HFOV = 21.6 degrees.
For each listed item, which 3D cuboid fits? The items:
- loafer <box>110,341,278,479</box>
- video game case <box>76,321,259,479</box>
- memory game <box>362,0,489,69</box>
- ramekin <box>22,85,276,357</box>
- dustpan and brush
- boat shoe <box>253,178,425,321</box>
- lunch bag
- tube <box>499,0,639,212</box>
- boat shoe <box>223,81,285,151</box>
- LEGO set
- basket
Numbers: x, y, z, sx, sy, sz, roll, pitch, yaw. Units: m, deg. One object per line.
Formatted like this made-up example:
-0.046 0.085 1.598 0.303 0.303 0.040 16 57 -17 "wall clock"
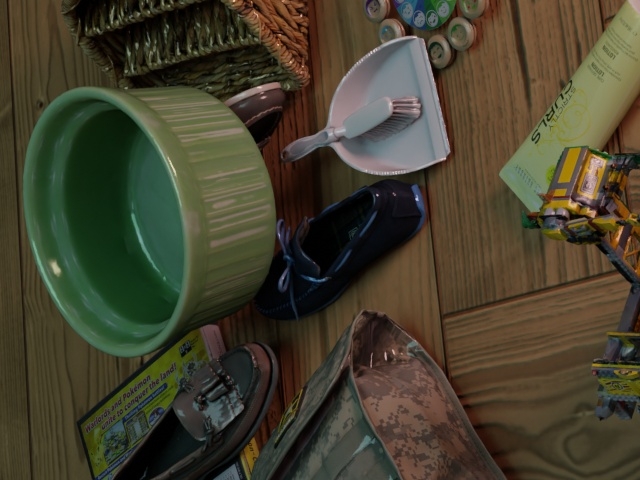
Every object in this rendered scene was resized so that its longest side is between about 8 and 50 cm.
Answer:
-0.147 0.219 1.923 0.267 0.084 0.096 -52 51 28 "loafer"
-0.182 0.269 2.040 0.275 0.035 0.248 -40 58 35 "video game case"
0.108 -0.275 1.803 0.186 0.012 0.186 16 113 44 "memory game"
-0.187 -0.031 1.878 0.303 0.148 0.303 16 113 44 "ramekin"
0.038 -0.124 1.851 0.211 0.060 0.147 -25 73 47 "dustpan and brush"
0.000 0.000 1.855 0.258 0.089 0.109 -43 56 33 "boat shoe"
0.039 0.242 1.732 0.235 0.169 0.287 -57 42 27 "lunch bag"
0.261 -0.125 1.635 0.240 0.062 0.070 -58 9 29 "tube"
-0.137 -0.080 2.004 0.335 0.112 0.096 -33 81 43 "boat shoe"
0.326 0.053 1.398 0.331 0.255 0.192 4 60 34 "LEGO set"
-0.174 -0.277 1.982 0.299 0.213 0.223 -6 79 45 "basket"
